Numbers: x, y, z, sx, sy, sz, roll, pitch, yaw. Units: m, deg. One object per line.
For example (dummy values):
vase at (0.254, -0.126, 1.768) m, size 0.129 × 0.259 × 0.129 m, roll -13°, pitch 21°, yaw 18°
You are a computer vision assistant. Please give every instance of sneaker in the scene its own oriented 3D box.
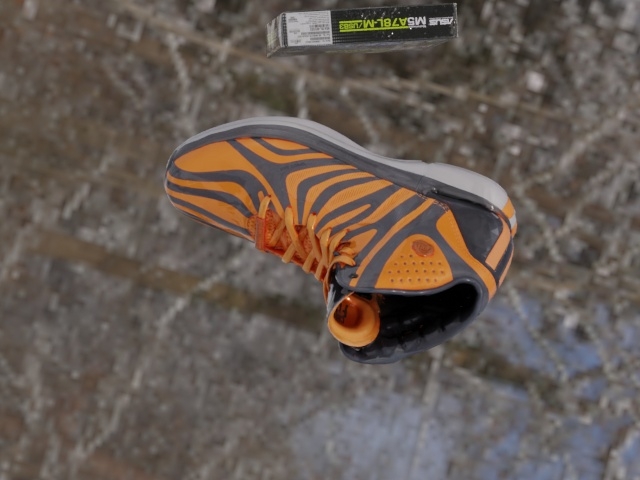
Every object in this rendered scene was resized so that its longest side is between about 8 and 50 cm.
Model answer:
sneaker at (0.000, 0.000, 1.529) m, size 0.180 × 0.321 × 0.124 m, roll -67°, pitch 161°, yaw -45°

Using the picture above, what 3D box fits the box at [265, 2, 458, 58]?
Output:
box at (0.041, -0.229, 1.950) m, size 0.184 × 0.191 × 0.045 m, roll 179°, pitch -93°, yaw -82°
